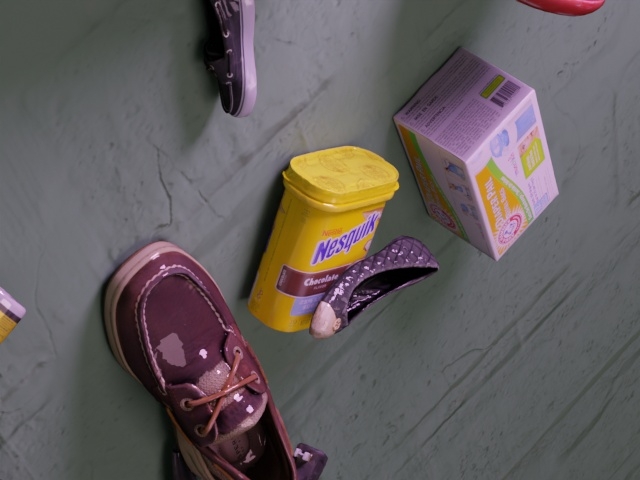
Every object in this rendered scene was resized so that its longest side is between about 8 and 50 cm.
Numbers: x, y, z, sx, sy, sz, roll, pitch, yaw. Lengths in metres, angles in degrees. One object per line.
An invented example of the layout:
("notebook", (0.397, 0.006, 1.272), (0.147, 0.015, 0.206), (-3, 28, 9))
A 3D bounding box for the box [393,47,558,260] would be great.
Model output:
("box", (0.170, -0.088, 1.810), (0.114, 0.103, 0.203), (-47, 148, -13))

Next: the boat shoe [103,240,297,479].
("boat shoe", (-0.099, 0.140, 1.628), (0.123, 0.123, 0.342), (-40, 137, -22))

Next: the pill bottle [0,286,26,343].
("pill bottle", (-0.300, 0.081, 1.375), (0.116, 0.065, 0.065), (-50, 149, -7))

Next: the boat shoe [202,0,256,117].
("boat shoe", (-0.082, -0.165, 1.458), (0.040, 0.049, 0.142), (-16, 134, -20))

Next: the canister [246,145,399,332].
("canister", (0.000, 0.000, 1.697), (0.126, 0.073, 0.170), (-16, 133, -48))

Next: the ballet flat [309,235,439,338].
("ballet flat", (0.053, 0.048, 1.699), (0.173, 0.049, 0.057), (-36, 149, -35))

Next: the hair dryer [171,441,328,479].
("hair dryer", (-0.138, 0.312, 1.839), (0.224, 0.080, 0.293), (29, 90, -43))

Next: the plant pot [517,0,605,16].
("plant pot", (0.225, -0.315, 1.586), (0.191, 0.191, 0.174), (-8, 131, -50))
